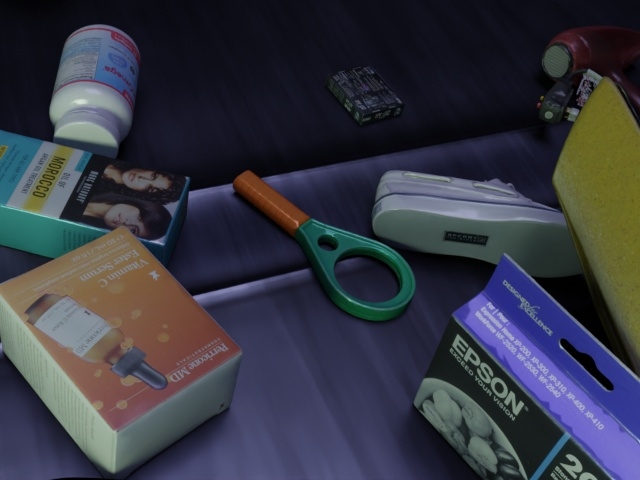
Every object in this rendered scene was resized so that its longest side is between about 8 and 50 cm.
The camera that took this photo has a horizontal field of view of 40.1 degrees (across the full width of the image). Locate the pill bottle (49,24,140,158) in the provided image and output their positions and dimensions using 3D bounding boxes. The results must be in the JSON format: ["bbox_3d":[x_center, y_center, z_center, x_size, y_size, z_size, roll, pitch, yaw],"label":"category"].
[{"bbox_3d":[-0.245,-0.156,0.954,0.087,0.087,0.160,5,48,-11],"label":"pill bottle"}]

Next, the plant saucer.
[{"bbox_3d":[0.299,0.079,0.779,0.081,0.332,0.332,-22,48,14],"label":"plant saucer"}]

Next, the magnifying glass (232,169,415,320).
[{"bbox_3d":[0.000,0.000,0.921,0.231,0.026,0.092,37,50,19],"label":"magnifying glass"}]

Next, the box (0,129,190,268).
[{"bbox_3d":[-0.260,-0.039,0.863,0.244,0.060,0.100,14,47,-2],"label":"box"}]

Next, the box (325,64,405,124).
[{"bbox_3d":[0.056,-0.185,1.108,0.067,0.018,0.083,-20,56,-29],"label":"box"}]

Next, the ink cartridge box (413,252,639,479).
[{"bbox_3d":[0.177,0.146,0.707,0.045,0.208,0.206,-28,60,-29],"label":"ink cartridge box"}]

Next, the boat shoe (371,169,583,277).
[{"bbox_3d":[0.186,-0.029,0.949,0.258,0.095,0.084,12,51,-5],"label":"boat shoe"}]

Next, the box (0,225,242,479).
[{"bbox_3d":[-0.171,0.092,0.745,0.130,0.091,0.170,-31,62,-35],"label":"box"}]

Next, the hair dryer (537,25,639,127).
[{"bbox_3d":[0.400,-0.200,1.196,0.224,0.080,0.293,31,52,-8],"label":"hair dryer"}]

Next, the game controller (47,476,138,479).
[{"bbox_3d":[-0.077,0.254,0.640,0.319,0.067,0.166,6,47,-10],"label":"game controller"}]
